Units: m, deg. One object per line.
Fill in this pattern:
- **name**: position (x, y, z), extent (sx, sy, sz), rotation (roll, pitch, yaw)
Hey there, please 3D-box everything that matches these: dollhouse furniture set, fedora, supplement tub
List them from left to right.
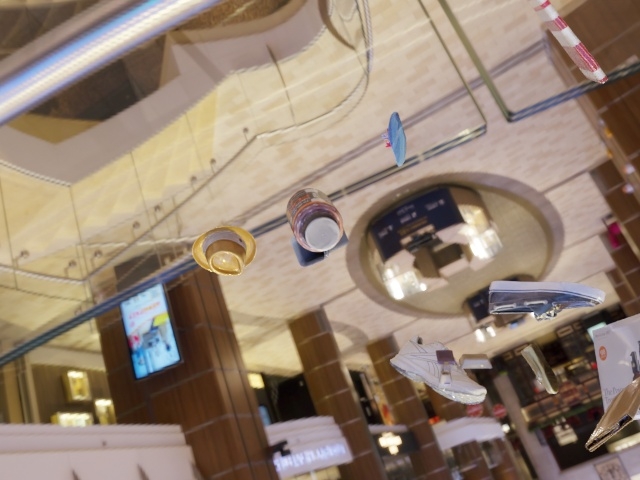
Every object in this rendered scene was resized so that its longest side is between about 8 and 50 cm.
- **fedora**: position (-0.270, 0.046, 1.835), extent (0.194, 0.079, 0.194), rotation (-9, 135, -10)
- **supplement tub**: position (-0.011, -0.040, 1.330), extent (0.106, 0.106, 0.198), rotation (-20, -161, -4)
- **dollhouse furniture set**: position (0.300, 0.287, 1.332), extent (0.114, 0.091, 0.081), rotation (-2, 115, 4)

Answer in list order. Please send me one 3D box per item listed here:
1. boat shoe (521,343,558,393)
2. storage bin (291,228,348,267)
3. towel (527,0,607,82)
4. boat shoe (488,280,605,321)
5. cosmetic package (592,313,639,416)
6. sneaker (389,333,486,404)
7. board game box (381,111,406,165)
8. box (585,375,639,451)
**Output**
- **boat shoe**: position (0.622, 0.369, 1.815), extent (0.056, 0.153, 0.048), rotation (12, 135, -41)
- **storage bin**: position (0.000, 0.000, 1.599), extent (0.091, 0.098, 0.135), rotation (-21, 178, -33)
- **towel**: position (0.624, -0.552, 1.657), extent (0.037, 0.329, 0.237), rotation (-38, -174, 22)
- **boat shoe**: position (0.593, 0.167, 1.699), extent (0.301, 0.102, 0.108), rotation (0, 161, 32)
- **cosmetic package**: position (0.953, 0.366, 1.867), extent (0.097, 0.285, 0.377), rotation (4, 160, -8)
- **sneaker**: position (0.322, 0.343, 1.728), extent (0.129, 0.297, 0.111), rotation (-57, 135, -11)
- **board game box**: position (0.227, -0.317, 1.998), extent (0.033, 0.133, 0.169), rotation (-2, 136, 26)
- **box**: position (0.706, 0.390, 1.492), extent (0.201, 0.021, 0.164), rotation (-32, 155, -41)
